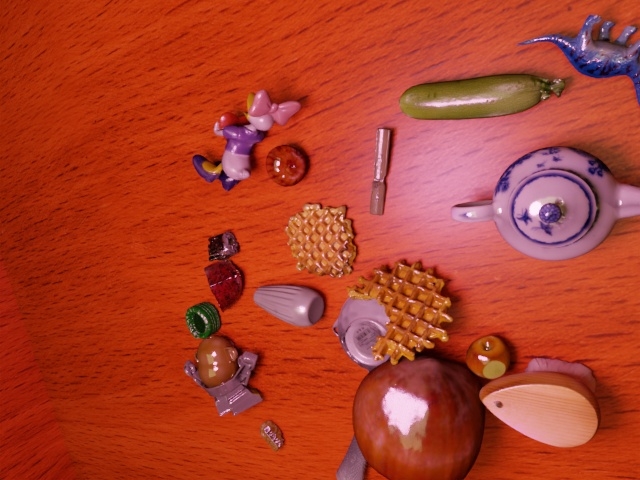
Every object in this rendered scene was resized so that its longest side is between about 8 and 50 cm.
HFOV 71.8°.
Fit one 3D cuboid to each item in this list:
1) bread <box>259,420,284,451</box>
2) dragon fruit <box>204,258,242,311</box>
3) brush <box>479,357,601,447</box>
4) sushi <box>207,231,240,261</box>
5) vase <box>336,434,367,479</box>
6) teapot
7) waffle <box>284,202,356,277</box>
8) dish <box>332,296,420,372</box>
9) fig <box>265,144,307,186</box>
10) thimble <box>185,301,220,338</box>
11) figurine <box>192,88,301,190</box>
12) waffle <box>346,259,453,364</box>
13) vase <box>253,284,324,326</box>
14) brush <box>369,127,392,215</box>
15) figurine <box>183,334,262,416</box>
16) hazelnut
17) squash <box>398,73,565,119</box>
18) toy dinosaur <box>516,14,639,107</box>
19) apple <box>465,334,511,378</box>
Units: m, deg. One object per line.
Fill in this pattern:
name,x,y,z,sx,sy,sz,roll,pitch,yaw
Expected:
bread,-0.179,0.721,1.644,0.110,0.060,0.066,46,105,14
dragon fruit,-0.337,0.159,1.585,0.127,0.120,0.161,-17,127,-9
brush,0.542,0.386,1.107,0.267,0.166,0.174,6,105,22
sushi,-0.338,0.021,1.531,0.084,0.098,0.094,-20,83,26
vase,0.124,0.701,1.460,0.096,0.096,0.219,22,109,22
teapot,0.498,-0.074,0.956,0.424,0.280,0.252,-1,100,30
waffle,0.000,0.000,1.377,0.238,0.059,0.243,-6,97,32
dish,0.158,0.285,1.320,0.303,0.120,0.303,6,104,26
fig,-0.102,-0.220,1.346,0.128,0.150,0.128,-1,76,5
thimble,-0.439,0.301,1.659,0.118,0.090,0.130,6,105,26
figurine,-0.236,-0.299,1.338,0.421,0.154,0.193,-49,54,35
waffle,0.224,0.182,1.204,0.260,0.069,0.293,-23,50,8
vase,-0.112,0.202,1.446,0.248,0.128,0.128,9,107,36
brush,0.171,-0.190,1.247,0.043,0.036,0.248,15,116,29
figurine,-0.356,0.483,1.618,0.343,0.167,0.285,-22,100,10
hazelnut,0.266,0.483,1.192,0.366,0.366,0.365,7,106,27
squash,0.371,-0.342,1.063,0.379,0.101,0.101,3,104,26
toy dinosaur,0.606,-0.404,0.938,0.329,0.076,0.144,32,123,6
apple,0.445,0.306,1.177,0.114,0.099,0.102,-5,120,5
